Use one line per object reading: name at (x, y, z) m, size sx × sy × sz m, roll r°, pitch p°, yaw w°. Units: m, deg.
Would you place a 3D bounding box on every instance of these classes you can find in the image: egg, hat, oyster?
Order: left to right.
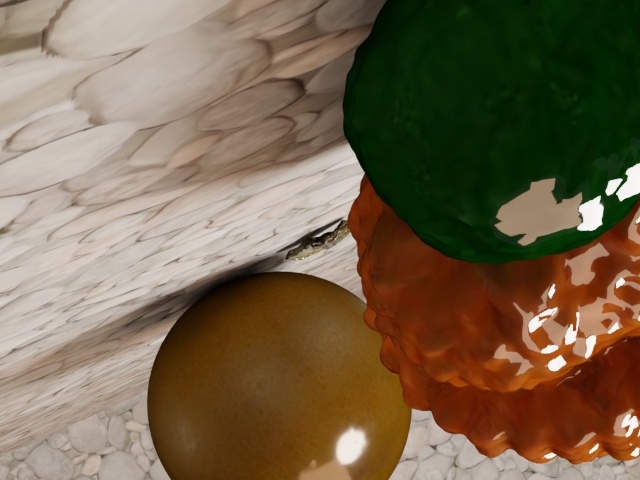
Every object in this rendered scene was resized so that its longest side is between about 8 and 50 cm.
egg at (-0.045, 0.173, 1.306) m, size 0.282 × 0.282 × 0.351 m, roll -25°, pitch -175°, yaw -7°
oyster at (0.002, -0.001, 1.242) m, size 0.083 × 0.019 × 0.054 m, roll -27°, pitch 173°, yaw 41°
hat at (0.119, 0.006, 0.620) m, size 0.285 × 0.285 × 0.400 m, roll -28°, pitch 170°, yaw 23°
